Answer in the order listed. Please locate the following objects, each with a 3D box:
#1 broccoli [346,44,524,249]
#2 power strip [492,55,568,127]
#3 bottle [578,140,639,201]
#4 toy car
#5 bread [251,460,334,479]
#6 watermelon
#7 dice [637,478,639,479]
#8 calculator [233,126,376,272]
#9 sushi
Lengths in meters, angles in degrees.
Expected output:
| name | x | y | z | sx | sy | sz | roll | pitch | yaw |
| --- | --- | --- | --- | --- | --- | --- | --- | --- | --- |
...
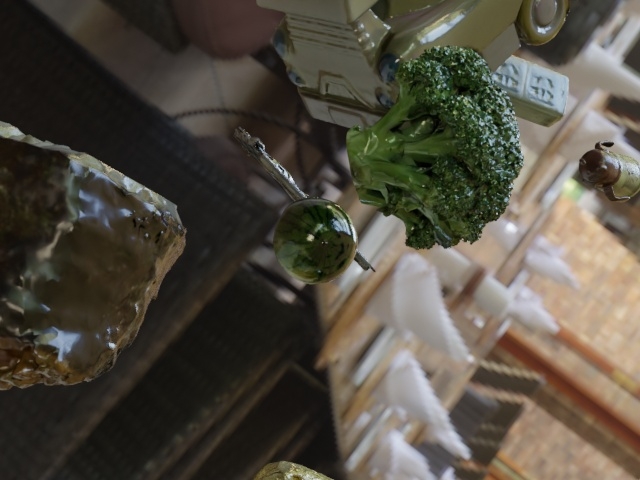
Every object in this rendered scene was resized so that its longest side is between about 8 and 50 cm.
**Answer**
| name | x | y | z | sx | sy | sz | roll | pitch | yaw |
| --- | --- | --- | --- | --- | --- | --- | --- | --- | --- |
| broccoli | 0.104 | -0.081 | 1.228 | 0.156 | 0.195 | 0.195 | -14 | 168 | 4 |
| power strip | 0.247 | -0.239 | 1.980 | 0.052 | 0.272 | 0.078 | 135 | -29 | -63 |
| bottle | 0.299 | -0.070 | 1.400 | 0.047 | 0.063 | 0.101 | -46 | 153 | 18 |
| toy car | 0.113 | -0.291 | 1.542 | 0.336 | 0.242 | 0.226 | -45 | 129 | -22 |
| bread | -0.043 | 0.356 | 1.427 | 0.106 | 0.140 | 0.236 | -28 | -141 | 60 |
| watermelon | 0.000 | 0.000 | 1.596 | 0.105 | 0.105 | 0.062 | -50 | -163 | -16 |
| dice | 0.444 | 0.400 | 1.781 | 0.166 | 0.169 | 0.169 | -24 | 164 | -10 |
| calculator | -0.024 | -0.061 | 2.038 | 0.028 | 0.274 | 0.166 | -44 | -158 | -1 |
| sushi | -0.257 | 0.010 | 1.033 | 0.234 | 0.348 | 0.208 | 32 | 77 | -50 |
